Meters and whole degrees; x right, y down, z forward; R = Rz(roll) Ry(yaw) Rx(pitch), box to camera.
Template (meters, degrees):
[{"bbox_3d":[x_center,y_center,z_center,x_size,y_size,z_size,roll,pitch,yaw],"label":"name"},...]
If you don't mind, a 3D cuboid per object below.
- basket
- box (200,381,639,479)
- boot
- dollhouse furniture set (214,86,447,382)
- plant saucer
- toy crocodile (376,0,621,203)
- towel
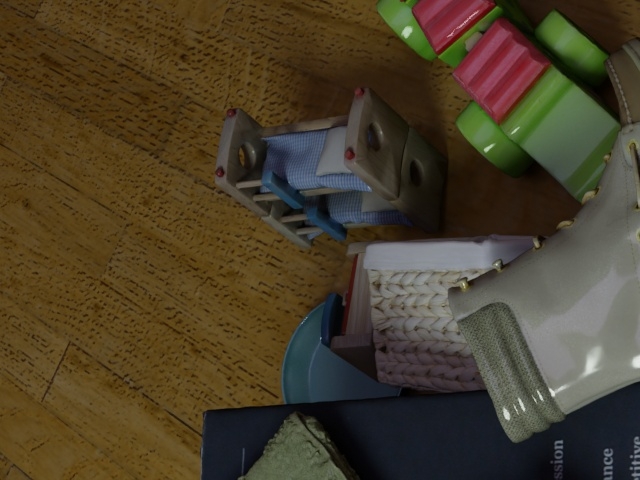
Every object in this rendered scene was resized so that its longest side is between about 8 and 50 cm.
[{"bbox_3d":[0.114,0.048,1.053,0.167,0.113,0.103,-179,87,-64],"label":"basket"},{"bbox_3d":[0.128,0.251,0.968,0.396,0.212,0.293,-8,72,36],"label":"box"},{"bbox_3d":[0.148,-0.004,0.883,0.165,0.077,0.213,-26,51,20],"label":"boot"},{"bbox_3d":[0.000,0.000,1.176,0.129,0.129,0.183,-7,62,33],"label":"dollhouse furniture set"},{"bbox_3d":[0.022,0.102,1.221,0.119,0.021,0.119,-12,69,35],"label":"plant saucer"},{"bbox_3d":[0.119,-0.156,1.171,0.115,0.105,0.340,-46,54,18],"label":"toy crocodile"},{"bbox_3d":[-0.004,0.185,0.937,0.110,0.027,0.148,-51,53,15],"label":"towel"}]
